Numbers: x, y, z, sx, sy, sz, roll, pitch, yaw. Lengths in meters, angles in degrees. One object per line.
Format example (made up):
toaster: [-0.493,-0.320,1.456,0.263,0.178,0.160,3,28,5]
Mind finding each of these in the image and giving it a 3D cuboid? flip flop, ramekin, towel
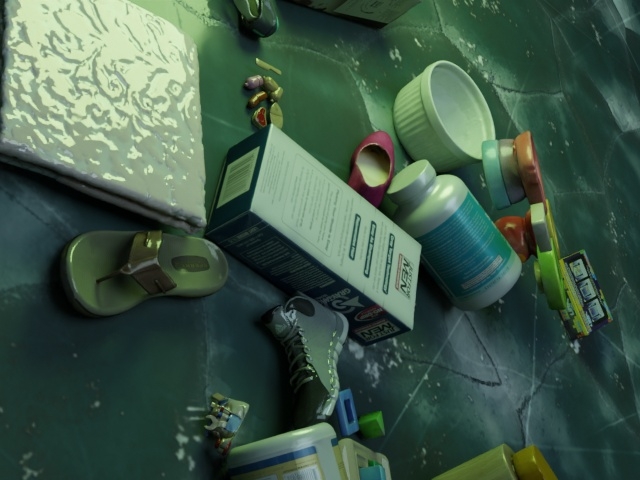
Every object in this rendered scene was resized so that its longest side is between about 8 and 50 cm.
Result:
flip flop: [-0.211,0.032,1.241,0.277,0.080,0.112,-1,71,-50]
ramekin: [0.231,-0.229,1.876,0.207,0.109,0.207,27,51,-39]
towel: [-0.286,-0.195,1.290,0.317,0.053,0.332,21,51,-40]

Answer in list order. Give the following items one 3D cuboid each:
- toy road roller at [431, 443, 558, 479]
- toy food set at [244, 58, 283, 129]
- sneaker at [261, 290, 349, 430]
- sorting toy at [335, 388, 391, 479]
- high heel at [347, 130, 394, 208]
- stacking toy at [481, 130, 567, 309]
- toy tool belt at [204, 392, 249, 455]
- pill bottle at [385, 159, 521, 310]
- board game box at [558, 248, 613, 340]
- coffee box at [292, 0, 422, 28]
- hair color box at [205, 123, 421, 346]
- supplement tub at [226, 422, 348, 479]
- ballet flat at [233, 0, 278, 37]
toy road roller: [0.294,0.488,1.417,0.329,0.202,0.240,58,15,-6]
toy food set: [-0.093,-0.227,1.574,0.078,0.019,0.122,22,62,-41]
sneaker: [-0.038,0.161,1.380,0.132,0.086,0.229,40,34,-21]
sorting toy: [0.082,0.377,1.368,0.196,0.047,0.348,41,38,-63]
high heel: [0.090,-0.128,1.641,0.082,0.117,0.244,30,49,0]
stacking toy: [0.355,-0.022,1.792,0.279,0.130,0.309,-84,156,-47]
toy tool belt: [-0.130,0.234,1.258,0.051,0.052,0.083,25,41,2]
pill bottle: [0.227,-0.013,1.720,0.264,0.146,0.146,51,40,-18]
board game box: [0.554,0.116,2.109,0.141,0.048,0.170,-14,81,-50]
coffee box: [0.040,-0.514,1.803,0.297,0.119,0.168,3,66,-48]
hair color box: [0.000,0.000,1.483,0.347,0.105,0.174,37,46,-30]
supplement tub: [-0.027,0.342,1.228,0.144,0.144,0.200,-3,74,-50]
ballet flat: [-0.123,-0.432,1.612,0.074,0.074,0.203,-4,76,-50]
